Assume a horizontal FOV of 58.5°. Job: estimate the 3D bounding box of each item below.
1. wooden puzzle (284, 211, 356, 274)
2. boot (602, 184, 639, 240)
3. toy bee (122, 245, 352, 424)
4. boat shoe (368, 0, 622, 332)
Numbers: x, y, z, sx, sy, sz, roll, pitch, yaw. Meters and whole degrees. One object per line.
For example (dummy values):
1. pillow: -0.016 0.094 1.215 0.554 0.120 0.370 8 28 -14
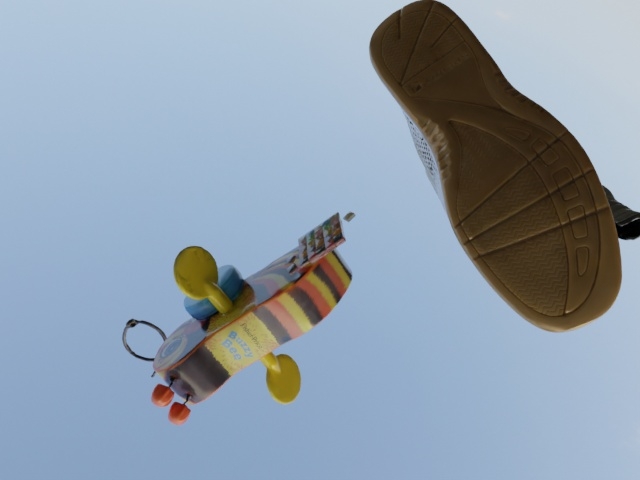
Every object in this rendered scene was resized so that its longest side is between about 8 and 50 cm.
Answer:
1. wooden puzzle: 0.000 0.000 0.544 0.006 0.083 0.049 48 -162 -27
2. boot: 0.407 -0.031 0.974 0.247 0.083 0.161 -19 -147 1
3. toy bee: -0.100 0.116 0.601 0.195 0.298 0.162 34 -154 -14
4. boat shoe: 0.131 -0.059 0.435 0.096 0.098 0.277 35 -150 -63
